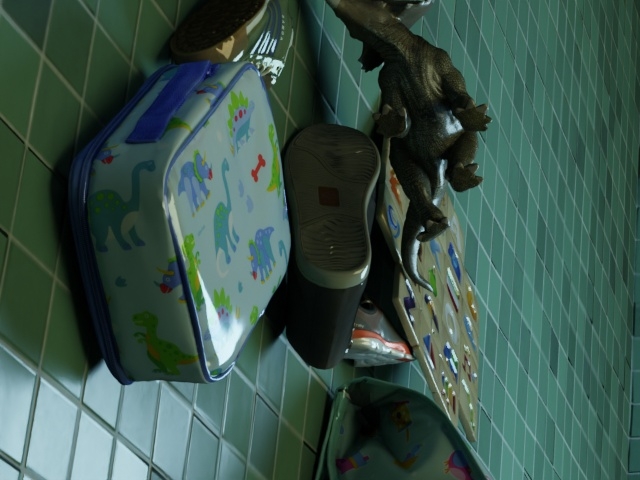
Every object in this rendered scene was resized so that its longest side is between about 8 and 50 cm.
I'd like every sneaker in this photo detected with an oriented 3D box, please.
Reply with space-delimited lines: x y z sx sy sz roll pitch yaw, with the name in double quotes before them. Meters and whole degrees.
"sneaker" 0.000 0.000 1.660 0.222 0.083 0.118 -84 -176 -51
"sneaker" -0.056 -0.145 1.481 0.192 0.064 0.086 -68 145 -58
"sneaker" 0.049 0.080 1.802 0.158 0.061 0.064 33 51 -69

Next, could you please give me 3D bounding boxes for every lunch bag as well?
"lunch bag" 0.096 0.269 1.754 0.262 0.160 0.223 56 -5 40
"lunch bag" -0.091 -0.019 1.321 0.219 0.090 0.176 -62 146 -58

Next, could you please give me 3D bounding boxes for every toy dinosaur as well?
"toy dinosaur" 0.097 -0.101 1.759 0.160 0.121 0.313 -94 166 -56

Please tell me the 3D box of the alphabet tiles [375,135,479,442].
"alphabet tiles" 0.110 0.024 1.952 0.342 0.011 0.285 -82 153 -55
